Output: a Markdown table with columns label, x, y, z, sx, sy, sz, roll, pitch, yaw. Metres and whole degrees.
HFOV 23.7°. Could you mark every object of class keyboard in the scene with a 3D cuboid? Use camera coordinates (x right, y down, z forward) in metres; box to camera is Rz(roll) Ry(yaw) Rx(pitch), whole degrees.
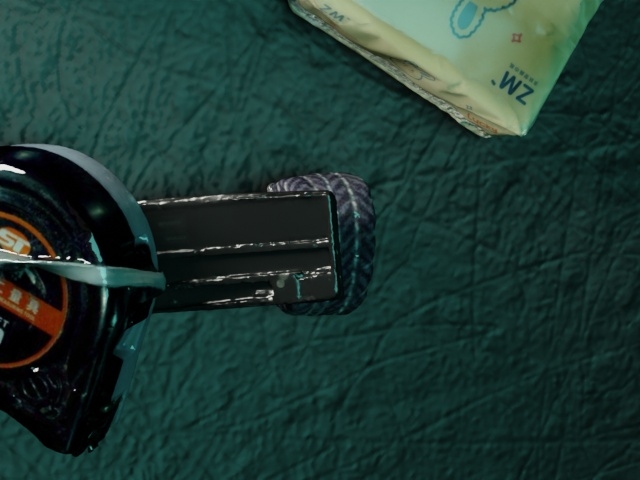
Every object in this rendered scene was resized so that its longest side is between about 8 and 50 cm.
| label | x | y | z | sx | sy | sz | roll | pitch | yaw |
| --- | --- | --- | --- | --- | --- | --- | --- | --- | --- |
| keyboard | -0.109 | 0.009 | 1.075 | 0.251 | 0.017 | 0.087 | -5 | 97 | 11 |

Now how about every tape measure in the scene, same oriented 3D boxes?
| label | x | y | z | sx | sy | sz | roll | pitch | yaw |
| --- | --- | --- | --- | --- | --- | --- | --- | --- | --- |
| tape measure | -0.196 | 0.026 | 1.028 | 0.182 | 0.107 | 0.181 | 30 | 107 | 12 |

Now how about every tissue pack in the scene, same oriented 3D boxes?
| label | x | y | z | sx | sy | sz | roll | pitch | yaw |
| --- | --- | --- | --- | --- | --- | --- | --- | --- | --- |
| tissue pack | 0.098 | -0.185 | 1.130 | 0.196 | 0.092 | 0.148 | 32 | 86 | -18 |

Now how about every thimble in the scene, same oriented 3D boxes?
| label | x | y | z | sx | sy | sz | roll | pitch | yaw |
| --- | --- | --- | --- | --- | --- | --- | --- | --- | --- |
| thimble | 0.000 | 0.002 | 1.118 | 0.066 | 0.095 | 0.104 | -2 | 82 | -19 |
